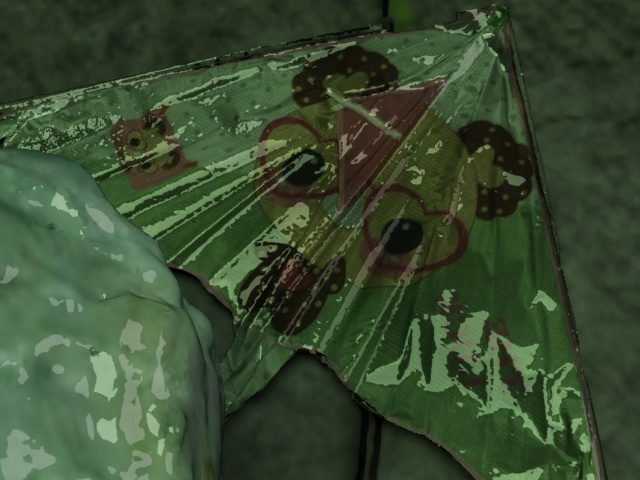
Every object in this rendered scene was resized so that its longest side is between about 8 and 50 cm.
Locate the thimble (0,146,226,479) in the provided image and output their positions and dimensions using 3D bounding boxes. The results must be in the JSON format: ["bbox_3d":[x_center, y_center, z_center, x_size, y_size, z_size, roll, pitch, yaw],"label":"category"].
[{"bbox_3d":[-0.140,0.079,0.423,0.250,0.205,0.172,-12,56,30],"label":"thimble"}]

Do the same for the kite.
[{"bbox_3d":[0.000,0.000,0.554,0.323,0.013,0.268,30,71,18],"label":"kite"}]
